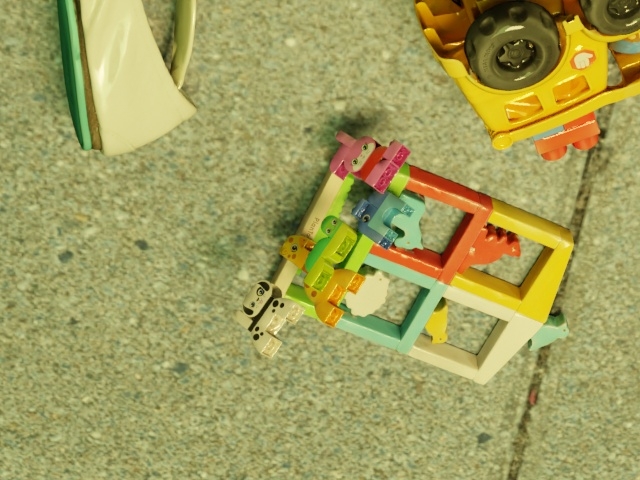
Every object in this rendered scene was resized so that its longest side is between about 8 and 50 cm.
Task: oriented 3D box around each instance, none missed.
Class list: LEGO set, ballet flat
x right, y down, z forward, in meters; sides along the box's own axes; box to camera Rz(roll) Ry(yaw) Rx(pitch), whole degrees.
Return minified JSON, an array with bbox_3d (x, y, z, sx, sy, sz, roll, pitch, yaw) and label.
[{"bbox_3d":[0.000,0.000,1.332,0.227,0.093,0.087,-56,143,1],"label":"LEGO set"},{"bbox_3d":[-0.177,-0.258,1.208,0.139,0.139,0.400,-3,125,4],"label":"ballet flat"}]

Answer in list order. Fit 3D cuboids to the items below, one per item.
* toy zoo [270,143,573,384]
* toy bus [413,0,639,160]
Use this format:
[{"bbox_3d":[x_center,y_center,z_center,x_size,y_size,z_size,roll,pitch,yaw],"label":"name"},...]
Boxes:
[{"bbox_3d":[0.117,0.034,1.416,0.293,0.030,0.192,21,120,-10],"label":"toy zoo"},{"bbox_3d":[0.218,-0.171,1.233,0.220,0.149,0.211,-22,131,12],"label":"toy bus"}]
